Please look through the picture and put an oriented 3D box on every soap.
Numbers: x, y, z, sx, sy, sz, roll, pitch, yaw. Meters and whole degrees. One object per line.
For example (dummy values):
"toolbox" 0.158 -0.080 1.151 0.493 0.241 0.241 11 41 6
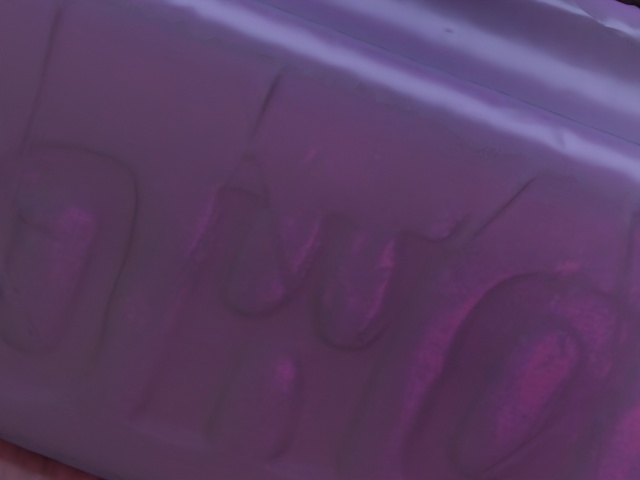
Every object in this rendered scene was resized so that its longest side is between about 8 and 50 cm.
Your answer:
"soap" 0.000 0.000 0.655 0.346 0.208 0.115 21 40 -2

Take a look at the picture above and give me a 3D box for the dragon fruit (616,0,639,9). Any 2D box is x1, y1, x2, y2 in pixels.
"dragon fruit" 0.120 -0.070 0.855 0.268 0.130 0.295 11 39 -13
